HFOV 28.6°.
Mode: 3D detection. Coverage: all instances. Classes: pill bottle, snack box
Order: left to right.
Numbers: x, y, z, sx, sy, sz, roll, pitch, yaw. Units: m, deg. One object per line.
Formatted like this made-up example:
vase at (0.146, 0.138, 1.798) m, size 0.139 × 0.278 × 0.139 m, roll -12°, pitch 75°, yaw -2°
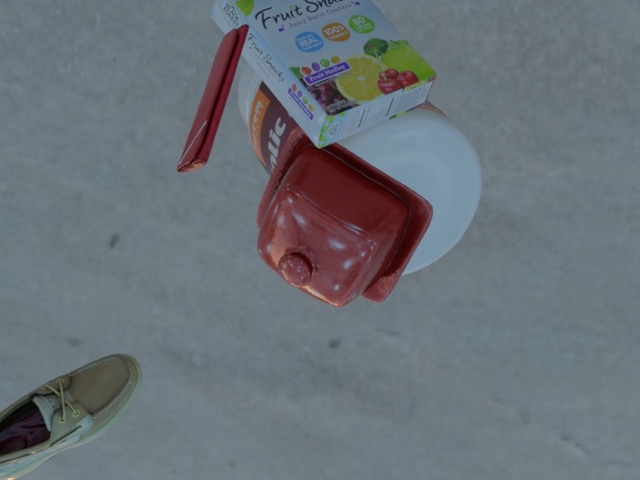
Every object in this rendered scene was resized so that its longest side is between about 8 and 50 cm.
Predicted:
snack box at (0.001, -0.141, 0.902) m, size 0.100 × 0.141 × 0.037 m, roll -24°, pitch 153°, yaw -30°
pill bottle at (0.034, -0.135, 1.669) m, size 0.224 × 0.392 × 0.224 m, roll -10°, pitch 120°, yaw -17°

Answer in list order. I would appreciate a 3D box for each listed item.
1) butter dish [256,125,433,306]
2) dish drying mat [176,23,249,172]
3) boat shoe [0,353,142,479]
butter dish at (0.000, 0.000, 1.195) m, size 0.160 × 0.118 × 0.160 m, roll 33°, pitch 135°, yaw 7°
dish drying mat at (-0.058, -0.077, 0.679) m, size 0.008 × 0.083 × 0.032 m, roll 24°, pitch 160°, yaw -23°
boat shoe at (-0.189, 0.125, 0.896) m, size 0.135 × 0.050 × 0.045 m, roll -37°, pitch 158°, yaw -3°
